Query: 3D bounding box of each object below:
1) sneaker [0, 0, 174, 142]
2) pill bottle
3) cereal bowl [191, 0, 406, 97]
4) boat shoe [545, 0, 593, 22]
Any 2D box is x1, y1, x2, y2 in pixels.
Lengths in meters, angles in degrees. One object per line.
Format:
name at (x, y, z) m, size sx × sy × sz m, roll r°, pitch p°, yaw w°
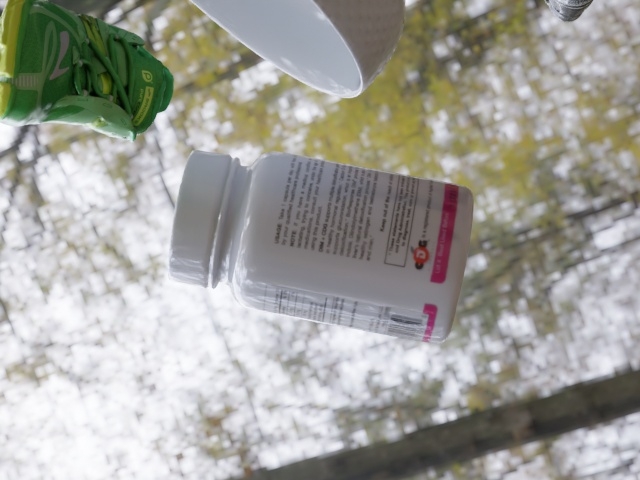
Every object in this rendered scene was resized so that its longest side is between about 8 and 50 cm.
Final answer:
sneaker at (-0.195, -0.143, 1.372) m, size 0.295 × 0.123 × 0.109 m, roll -33°, pitch -42°, yaw -76°
pill bottle at (0.000, 0.000, 1.626) m, size 0.160 × 0.283 × 0.160 m, roll 11°, pitch -90°, yaw -89°
cereal bowl at (-0.047, -0.296, 1.578) m, size 0.141 × 0.339 × 0.339 m, roll -52°, pitch -53°, yaw -10°
boat shoe at (0.232, -0.329, 1.677) m, size 0.070 × 0.078 × 0.219 m, roll 102°, pitch 161°, yaw -71°
